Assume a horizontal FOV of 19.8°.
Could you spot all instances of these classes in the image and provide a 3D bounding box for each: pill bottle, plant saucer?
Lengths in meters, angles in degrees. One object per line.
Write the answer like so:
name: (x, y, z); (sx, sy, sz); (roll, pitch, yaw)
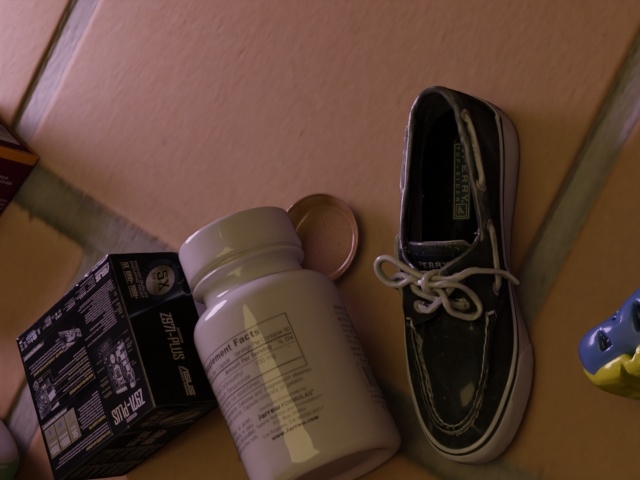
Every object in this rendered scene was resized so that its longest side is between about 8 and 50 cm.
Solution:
pill bottle: (-0.033, 0.094, 1.541); (0.131, 0.131, 0.229); (-31, 70, 23)
plant saucer: (0.000, 0.000, 1.611); (0.083, 0.015, 0.083); (-5, 80, 30)

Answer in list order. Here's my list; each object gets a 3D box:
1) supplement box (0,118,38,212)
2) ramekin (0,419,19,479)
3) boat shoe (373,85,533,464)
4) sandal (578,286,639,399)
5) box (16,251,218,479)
supplement box: (-0.380, -0.044, 1.805); (0.104, 0.081, 0.188); (43, 104, 29)
ramekin: (-0.423, 0.183, 1.672); (0.303, 0.303, 0.148); (37, 93, 30)
boat shoe: (0.108, 0.026, 1.490); (0.113, 0.105, 0.306); (1, 82, 31)
sandal: (0.325, 0.004, 1.367); (0.317, 0.126, 0.138); (-35, 62, 12)
box: (-0.181, 0.114, 1.629); (0.180, 0.077, 0.147); (-39, 62, 43)
